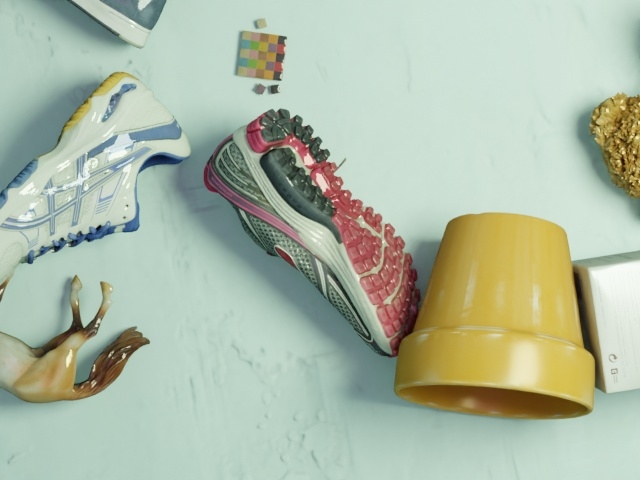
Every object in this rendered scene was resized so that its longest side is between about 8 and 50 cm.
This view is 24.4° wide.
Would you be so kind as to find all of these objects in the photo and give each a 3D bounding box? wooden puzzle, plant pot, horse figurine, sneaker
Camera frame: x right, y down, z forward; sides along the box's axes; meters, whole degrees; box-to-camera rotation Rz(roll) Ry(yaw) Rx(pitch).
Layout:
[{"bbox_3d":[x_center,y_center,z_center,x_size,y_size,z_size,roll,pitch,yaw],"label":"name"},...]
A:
[{"bbox_3d":[-0.063,-0.200,1.616,0.049,0.006,0.083,8,91,-2],"label":"wooden puzzle"},{"bbox_3d":[0.187,0.077,1.546,0.205,0.205,0.188,7,76,-2],"label":"plant pot"},{"bbox_3d":[-0.322,0.107,1.587,0.263,0.066,0.174,17,83,1],"label":"horse figurine"},{"bbox_3d":[0.000,0.000,1.581,0.112,0.121,0.299,-29,102,33],"label":"sneaker"},{"bbox_3d":[-0.256,-0.036,1.547,0.131,0.112,0.296,42,78,-8],"label":"sneaker"},{"bbox_3d":[-0.242,-0.331,1.562,0.226,0.086,0.163,32,101,-12],"label":"sneaker"}]

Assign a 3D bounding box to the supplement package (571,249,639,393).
[{"bbox_3d":[0.397,0.071,1.569,0.244,0.139,0.134,-9,92,-3],"label":"supplement package"}]

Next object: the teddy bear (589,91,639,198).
[{"bbox_3d":[0.457,-0.155,1.560,0.338,0.113,0.245,-18,118,-6],"label":"teddy bear"}]
